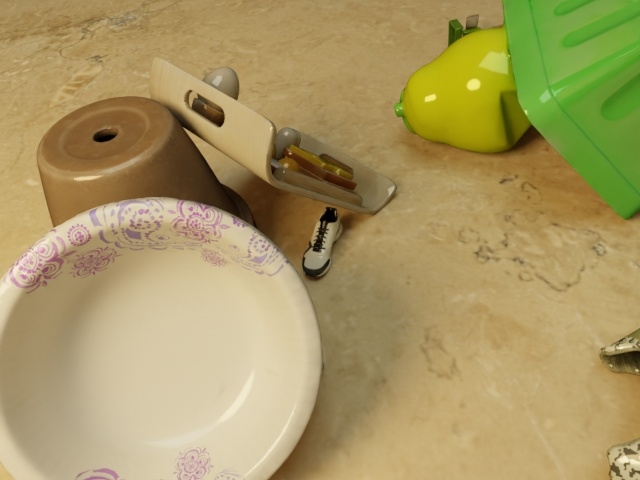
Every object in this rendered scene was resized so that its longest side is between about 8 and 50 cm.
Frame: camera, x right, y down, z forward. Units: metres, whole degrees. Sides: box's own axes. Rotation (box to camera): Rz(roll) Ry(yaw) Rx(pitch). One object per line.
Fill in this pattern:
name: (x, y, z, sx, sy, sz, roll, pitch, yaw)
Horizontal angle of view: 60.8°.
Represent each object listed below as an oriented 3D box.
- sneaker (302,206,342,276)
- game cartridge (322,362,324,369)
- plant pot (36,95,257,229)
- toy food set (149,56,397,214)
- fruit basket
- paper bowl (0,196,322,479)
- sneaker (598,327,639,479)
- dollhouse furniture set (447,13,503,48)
sneaker: (0.000, 0.000, 0.722, 0.040, 0.044, 0.109, 9, 51, 13)
game cartridge: (-0.041, 0.145, 0.613, 0.083, 0.017, 0.056, 12, 54, 18)
plant pot: (-0.215, -0.040, 0.664, 0.262, 0.229, 0.263, -3, 47, 3)
toy food set: (-0.047, -0.136, 0.718, 0.219, 0.306, 0.093, 34, 103, 31)
fruit basket: (0.313, -0.214, 0.782, 0.392, 0.282, 0.392, -41, 28, 27)
paper bowl: (-0.149, 0.103, 0.519, 0.284, 0.284, 0.148, -22, 7, -12)
sneaker: (0.376, 0.091, 0.533, 0.182, 0.158, 0.410, 4, 41, 35)
dollhouse furniture set: (0.318, -0.397, 1.032, 0.151, 0.059, 0.076, -11, 47, -2)
